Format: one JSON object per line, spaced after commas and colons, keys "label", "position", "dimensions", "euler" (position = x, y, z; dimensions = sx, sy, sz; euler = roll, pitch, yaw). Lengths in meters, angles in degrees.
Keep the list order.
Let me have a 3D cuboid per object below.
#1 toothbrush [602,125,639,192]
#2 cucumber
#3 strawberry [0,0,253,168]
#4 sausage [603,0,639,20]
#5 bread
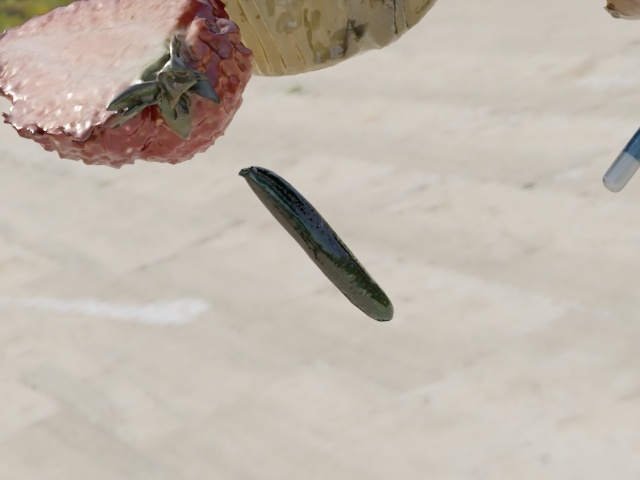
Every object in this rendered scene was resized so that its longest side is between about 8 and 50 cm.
{"label": "toothbrush", "position": [0.301, -0.147, 1.423], "dimensions": [0.275, 0.019, 0.025], "euler": [-52, 7, -5]}
{"label": "cucumber", "position": [0.000, 0.000, 1.605], "dimensions": [0.033, 0.184, 0.036], "euler": [-39, -3, -33]}
{"label": "strawberry", "position": [-0.132, -0.105, 1.315], "dimensions": [0.175, 0.106, 0.236], "euler": [-34, 30, -3]}
{"label": "sausage", "position": [0.370, -0.256, 1.636], "dimensions": [0.270, 0.109, 0.109], "euler": [-6, 20, 40]}
{"label": "bread", "position": [0.026, -0.293, 1.525], "dimensions": [0.236, 0.183, 0.388], "euler": [-9, 32, 39]}
